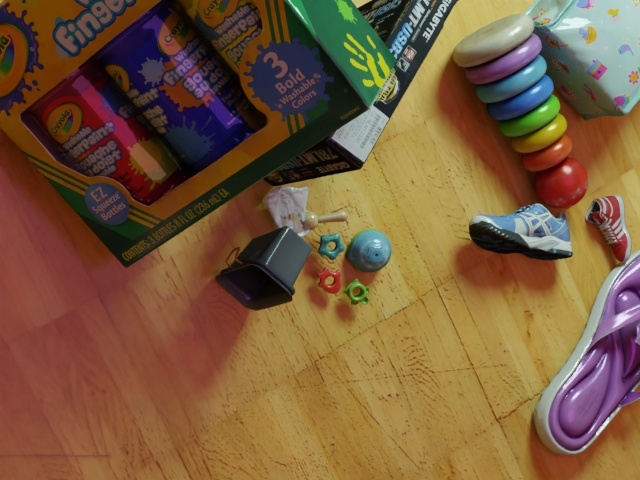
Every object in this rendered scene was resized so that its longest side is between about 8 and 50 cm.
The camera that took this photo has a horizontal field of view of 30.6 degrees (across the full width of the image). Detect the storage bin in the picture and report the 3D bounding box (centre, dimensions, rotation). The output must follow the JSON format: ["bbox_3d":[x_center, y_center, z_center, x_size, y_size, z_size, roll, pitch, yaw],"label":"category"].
[{"bbox_3d":[-0.082,0.033,1.708,0.098,0.135,0.091,42,60,-18],"label":"storage bin"}]

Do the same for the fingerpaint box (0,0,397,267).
[{"bbox_3d":[-0.196,-0.228,1.488,0.371,0.444,0.163,51,31,-15],"label":"fingerpaint box"}]

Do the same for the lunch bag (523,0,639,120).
[{"bbox_3d":[0.489,-0.371,1.979,0.223,0.160,0.262,44,76,-16],"label":"lunch bag"}]

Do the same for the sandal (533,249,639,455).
[{"bbox_3d":[0.521,0.196,1.994,0.169,0.102,0.416,41,71,-18],"label":"sandal"}]

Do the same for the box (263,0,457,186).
[{"bbox_3d":[0.039,-0.223,1.681,0.073,0.295,0.293,38,72,-19],"label":"box"}]

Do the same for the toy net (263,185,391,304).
[{"bbox_3d":[0.000,0.000,1.794,0.232,0.045,0.122,32,93,-18],"label":"toy net"}]

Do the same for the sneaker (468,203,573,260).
[{"bbox_3d":[0.329,-0.020,1.935,0.211,0.080,0.081,11,76,-34],"label":"sneaker"}]

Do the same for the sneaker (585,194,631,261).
[{"bbox_3d":[0.499,-0.019,2.028,0.067,0.042,0.119,-4,81,-29],"label":"sneaker"}]

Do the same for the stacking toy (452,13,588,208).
[{"bbox_3d":[0.347,-0.198,1.921,0.141,0.141,0.330,-35,106,-23],"label":"stacking toy"}]
